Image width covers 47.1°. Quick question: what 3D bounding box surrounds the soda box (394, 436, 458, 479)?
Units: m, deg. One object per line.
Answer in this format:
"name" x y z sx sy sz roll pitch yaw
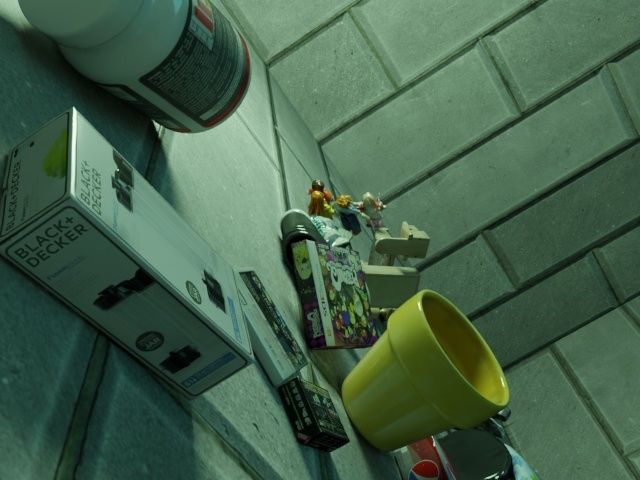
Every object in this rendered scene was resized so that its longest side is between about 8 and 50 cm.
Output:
"soda box" 0.227 0.501 1.393 0.083 0.092 0.263 53 11 -33

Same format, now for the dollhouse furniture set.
"dollhouse furniture set" 0.133 0.042 2.064 0.355 0.173 0.303 -120 -142 -59

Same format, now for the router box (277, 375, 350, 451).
"router box" -0.009 0.263 1.103 0.122 0.038 0.092 43 18 -58

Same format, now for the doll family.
"doll family" 0.056 -0.086 2.139 0.263 0.118 0.163 15 -29 25

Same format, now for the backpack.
"backpack" 0.440 0.630 1.708 0.290 0.273 0.356 -135 -155 -80

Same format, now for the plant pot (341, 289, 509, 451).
"plant pot" 0.178 0.261 1.362 0.254 0.239 0.254 40 23 -21

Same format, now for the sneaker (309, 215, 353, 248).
"sneaker" 0.000 0.000 1.867 0.122 0.110 0.283 40 8 -1

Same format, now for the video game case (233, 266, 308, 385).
"video game case" -0.091 0.129 1.159 0.190 0.022 0.173 59 10 6

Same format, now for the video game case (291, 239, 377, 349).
"video game case" 0.032 0.114 1.478 0.232 0.042 0.210 14 62 -60

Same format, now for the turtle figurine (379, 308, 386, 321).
"turtle figurine" 0.226 0.203 2.247 0.175 0.118 0.234 49 9 -14

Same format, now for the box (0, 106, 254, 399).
"box" -0.195 0.021 0.771 0.290 0.087 0.169 50 12 -38

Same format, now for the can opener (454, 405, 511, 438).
"can opener" 0.363 0.433 1.867 0.283 0.095 0.076 3 -45 55

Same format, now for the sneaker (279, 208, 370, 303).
"sneaker" 0.007 0.074 1.614 0.296 0.104 0.147 51 14 -15

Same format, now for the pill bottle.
"pill bottle" -0.261 -0.309 1.097 0.210 0.210 0.363 61 10 17
